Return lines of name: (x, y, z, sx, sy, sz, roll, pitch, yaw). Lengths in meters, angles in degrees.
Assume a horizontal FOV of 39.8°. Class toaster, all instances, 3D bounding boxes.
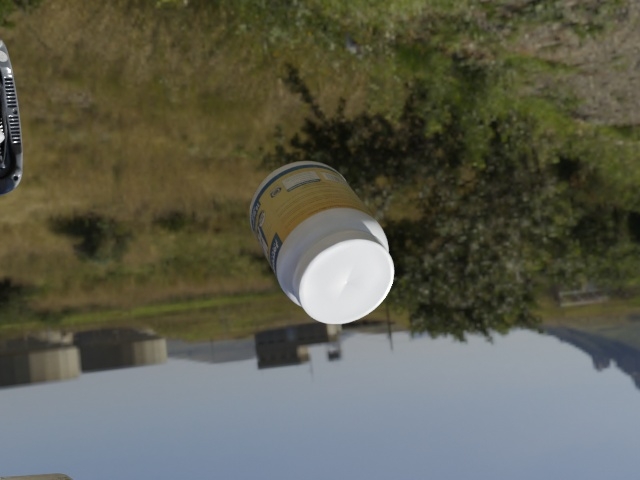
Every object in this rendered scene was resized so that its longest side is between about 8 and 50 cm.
toaster: (-0.425, -0.128, 0.998, 0.129, 0.226, 0.146, -13, -171, -44)

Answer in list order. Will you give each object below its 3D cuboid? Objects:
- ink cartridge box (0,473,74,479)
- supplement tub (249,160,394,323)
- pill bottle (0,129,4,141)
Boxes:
ink cartridge box: (-0.421, 0.462, 1.169, 0.198, 0.272, 0.115, 6, 179, -38)
supplement tub: (0.000, 0.000, 1.130, 0.144, 0.144, 0.199, -5, -148, -19)
pill bottle: (-0.308, -0.157, 0.549, 0.146, 0.264, 0.146, -28, -168, 6)
